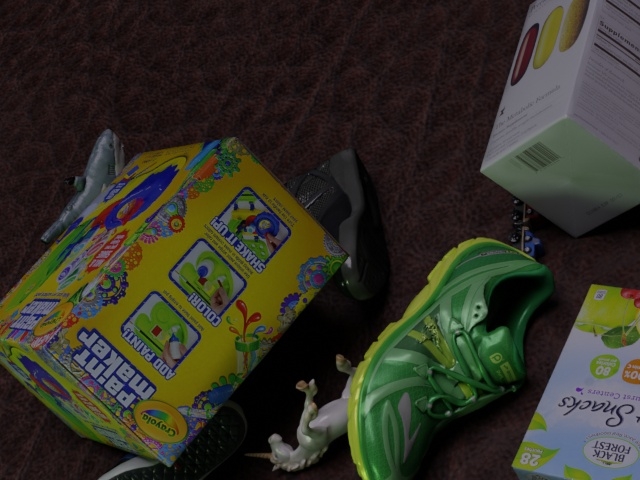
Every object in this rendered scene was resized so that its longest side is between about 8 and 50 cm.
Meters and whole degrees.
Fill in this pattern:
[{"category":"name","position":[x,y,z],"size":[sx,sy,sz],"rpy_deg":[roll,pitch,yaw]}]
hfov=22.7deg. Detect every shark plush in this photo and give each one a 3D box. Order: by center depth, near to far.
[{"category":"shark plush","position":[-0.299,-0.062,1.990],"size":[0.161,0.067,0.073],"rpy_deg":[-45,42,-13]}]

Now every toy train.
[{"category":"toy train","position":[0.217,-0.027,1.660],"size":[0.036,0.027,0.158],"rpy_deg":[-3,48,16]}]

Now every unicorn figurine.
[{"category":"unicorn figurine","position":[0.004,0.172,1.557],"size":[0.162,0.111,0.060],"rpy_deg":[-18,46,-10]}]

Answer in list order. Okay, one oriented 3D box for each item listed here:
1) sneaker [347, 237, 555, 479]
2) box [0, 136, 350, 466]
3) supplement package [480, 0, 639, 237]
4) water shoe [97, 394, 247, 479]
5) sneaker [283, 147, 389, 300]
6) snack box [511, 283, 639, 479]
[{"category":"sneaker","position":[0.125,0.116,1.515],"size":[0.124,0.109,0.295],"rpy_deg":[10,57,41]},{"category":"box","position":[-0.171,0.059,1.634],"size":[0.279,0.177,0.290],"rpy_deg":[-50,19,-18]},{"category":"supplement package","position":[0.278,-0.152,1.625],"size":[0.139,0.134,0.244],"rpy_deg":[-34,29,49]},{"category":"water shoe","position":[-0.160,0.231,1.632],"size":[0.203,0.073,0.080],"rpy_deg":[-34,13,1]},{"category":"sneaker","position":[0.000,0.000,1.728],"size":[0.130,0.087,0.227],"rpy_deg":[-25,38,12]},{"category":"snack box","position":[0.290,0.146,1.410],"size":[0.175,0.070,0.207],"rpy_deg":[6,56,36]}]
